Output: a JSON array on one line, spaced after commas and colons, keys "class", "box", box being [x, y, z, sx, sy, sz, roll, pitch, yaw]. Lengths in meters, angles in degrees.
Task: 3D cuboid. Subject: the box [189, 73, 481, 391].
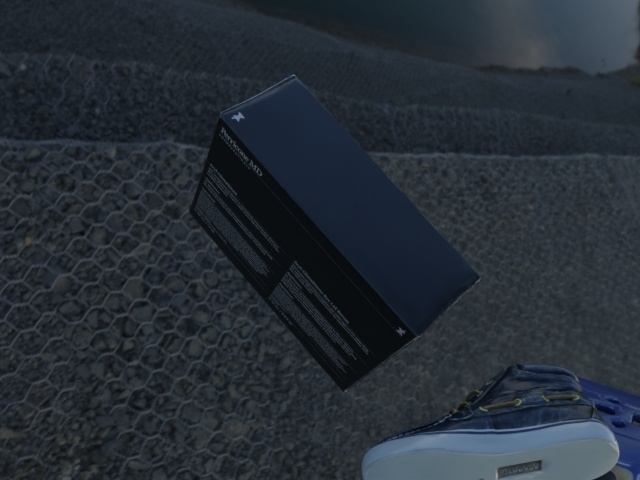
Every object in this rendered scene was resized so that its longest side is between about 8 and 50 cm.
[{"class": "box", "box": [0.000, 0.000, 0.686, 0.103, 0.184, 0.261, -37, 81, -29]}]

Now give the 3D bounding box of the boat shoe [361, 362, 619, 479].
[{"class": "boat shoe", "box": [0.119, 0.144, 0.521, 0.183, 0.065, 0.083, -6, 31, -1]}]

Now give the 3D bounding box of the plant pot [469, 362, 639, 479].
[{"class": "plant pot", "box": [0.273, 0.285, 0.767, 0.212, 0.236, 0.236, 6, 95, -54]}]
